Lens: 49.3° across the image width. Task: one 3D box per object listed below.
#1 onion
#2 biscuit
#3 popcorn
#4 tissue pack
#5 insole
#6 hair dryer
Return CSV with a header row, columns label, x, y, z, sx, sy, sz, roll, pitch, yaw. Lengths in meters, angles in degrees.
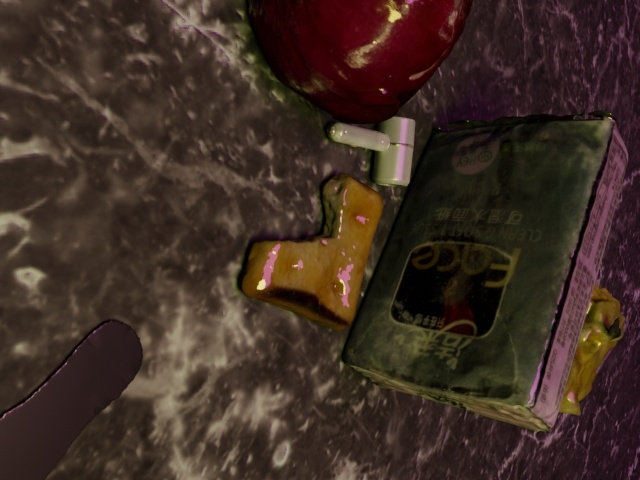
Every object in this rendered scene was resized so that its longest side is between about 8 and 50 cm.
label,x,y,z,sx,sy,sz,roll,pitch,yaw
onion,0.051,-0.236,0.690,0.216,0.207,0.206,17,78,-42
biscuit,0.000,0.000,0.779,0.174,0.039,0.183,31,71,-43
popcorn,0.324,0.140,1.021,0.249,0.225,0.249,-17,112,-48
tissue pack,0.203,0.026,0.845,0.122,0.259,0.361,40,66,-39
insole,-0.236,0.162,0.556,0.253,0.005,0.086,-46,127,-34
hair dryer,0.057,-0.112,0.828,0.137,0.047,0.082,6,90,-43
